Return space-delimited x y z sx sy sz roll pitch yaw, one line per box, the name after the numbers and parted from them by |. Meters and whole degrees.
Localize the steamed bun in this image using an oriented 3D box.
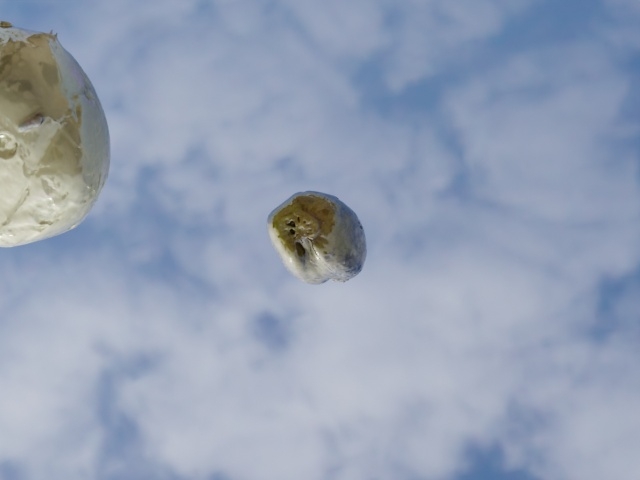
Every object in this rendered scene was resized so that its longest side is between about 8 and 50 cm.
-0.164 -0.054 0.957 0.130 0.112 0.091 -18 -157 31 | steamed bun

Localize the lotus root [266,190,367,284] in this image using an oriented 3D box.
0.000 0.000 1.097 0.054 0.099 0.049 -9 -111 13 | lotus root
